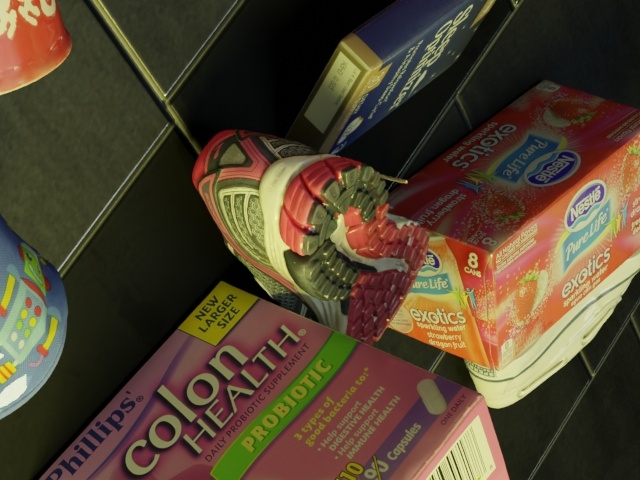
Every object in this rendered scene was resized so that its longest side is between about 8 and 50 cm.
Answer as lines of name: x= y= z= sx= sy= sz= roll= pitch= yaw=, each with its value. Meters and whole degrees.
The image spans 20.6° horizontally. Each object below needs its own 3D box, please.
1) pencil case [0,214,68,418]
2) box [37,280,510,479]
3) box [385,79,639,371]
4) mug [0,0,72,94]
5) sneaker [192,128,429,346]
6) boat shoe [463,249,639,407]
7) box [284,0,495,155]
pencil case: x=-0.257 y=-0.009 z=0.929 sx=0.133 sy=0.119 sz=0.306 roll=-24 pitch=142 yaw=11
box: x=-0.031 y=0.172 z=1.211 sx=0.213 sy=0.243 sz=0.117 roll=-48 pitch=139 yaw=-26
box: x=0.170 y=-0.019 z=1.480 sx=0.257 sy=0.128 sz=0.123 roll=-36 pitch=133 yaw=-37
mug: x=-0.209 y=-0.178 z=0.945 sx=0.113 sy=0.150 sz=0.169 roll=-14 pitch=120 yaw=-7
sneaker: x=0.000 y=0.000 z=1.291 sx=0.121 sy=0.112 sz=0.299 roll=-57 pitch=157 yaw=-15
boat shoe: x=0.226 y=0.053 z=1.636 sx=0.258 sy=0.095 sz=0.084 roll=-38 pitch=139 yaw=-22
box: x=0.073 y=-0.150 z=1.308 sx=0.225 sy=0.036 sz=0.136 roll=-41 pitch=170 yaw=-35
